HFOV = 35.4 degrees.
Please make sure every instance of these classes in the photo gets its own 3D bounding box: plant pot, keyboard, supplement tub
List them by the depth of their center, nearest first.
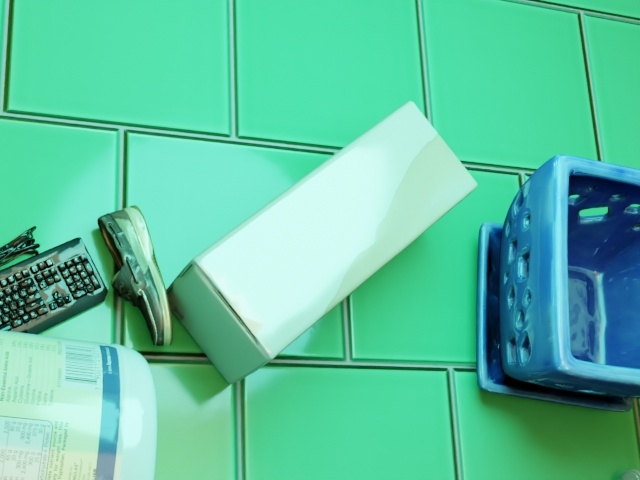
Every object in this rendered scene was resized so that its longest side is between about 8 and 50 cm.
[{"bbox_3d":[-0.312,0.183,0.803,0.324,0.235,0.236,9,69,-19],"label":"supplement tub"},{"bbox_3d":[-0.307,0.050,0.963,0.192,0.038,0.100,-27,84,-28],"label":"keyboard"},{"bbox_3d":[0.300,0.066,1.105,0.235,0.212,0.236,10,68,-19],"label":"plant pot"}]

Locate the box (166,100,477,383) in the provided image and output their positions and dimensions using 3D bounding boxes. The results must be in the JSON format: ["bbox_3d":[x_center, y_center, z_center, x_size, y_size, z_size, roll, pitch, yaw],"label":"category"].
[{"bbox_3d":[0.000,0.000,1.045,0.311,0.148,0.121,-38,90,-26],"label":"box"}]

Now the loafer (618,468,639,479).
[{"bbox_3d":[0.362,0.325,1.141,0.039,0.045,0.125,12,74,-36],"label":"loafer"}]

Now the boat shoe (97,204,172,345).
[{"bbox_3d":[-0.187,0.039,1.009,0.049,0.056,0.152,-13,68,-20],"label":"boat shoe"}]
